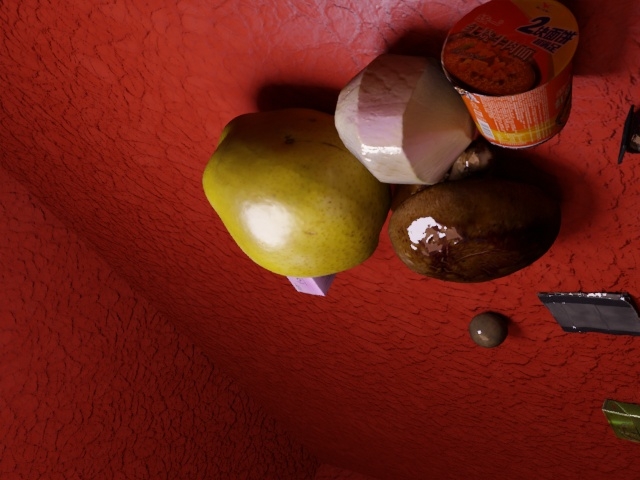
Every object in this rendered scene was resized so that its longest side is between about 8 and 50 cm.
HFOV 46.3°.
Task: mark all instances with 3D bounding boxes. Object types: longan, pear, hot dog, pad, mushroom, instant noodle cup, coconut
[{"bbox_3d":[0.457,0.242,2.039,0.106,0.106,0.119,27,-169,4],"label":"longan"},{"bbox_3d":[-0.048,-0.106,1.636,0.418,0.362,0.362,28,152,-6],"label":"pear"},{"bbox_3d":[0.222,-0.102,1.691,0.102,0.076,0.249,34,152,-4],"label":"hot dog"},{"bbox_3d":[0.664,0.180,1.819,0.233,0.022,0.174,-3,139,47],"label":"pad"},{"bbox_3d":[0.312,-0.021,1.556,0.345,0.239,0.345,18,147,12],"label":"mushroom"},{"bbox_3d":[0.317,-0.263,1.222,0.213,0.213,0.174,12,155,29],"label":"instant noodle cup"},{"bbox_3d":[0.166,-0.221,1.384,0.259,0.259,0.259,22,151,13],"label":"coconut"}]

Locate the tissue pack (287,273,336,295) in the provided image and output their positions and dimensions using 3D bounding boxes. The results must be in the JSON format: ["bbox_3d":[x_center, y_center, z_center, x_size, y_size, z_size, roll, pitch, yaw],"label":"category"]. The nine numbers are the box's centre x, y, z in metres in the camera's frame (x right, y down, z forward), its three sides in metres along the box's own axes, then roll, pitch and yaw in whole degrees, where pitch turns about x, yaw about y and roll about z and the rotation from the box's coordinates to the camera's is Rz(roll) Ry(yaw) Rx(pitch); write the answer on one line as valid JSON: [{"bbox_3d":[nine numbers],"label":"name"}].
[{"bbox_3d":[0.000,0.000,1.879,0.093,0.246,0.148,6,145,36],"label":"tissue pack"}]

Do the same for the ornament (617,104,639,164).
[{"bbox_3d":[0.605,-0.159,1.254,0.203,0.088,0.081,11,169,9],"label":"ornament"}]

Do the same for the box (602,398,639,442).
[{"bbox_3d":[0.968,0.528,2.094,0.311,0.043,0.173,3,144,40],"label":"box"}]
